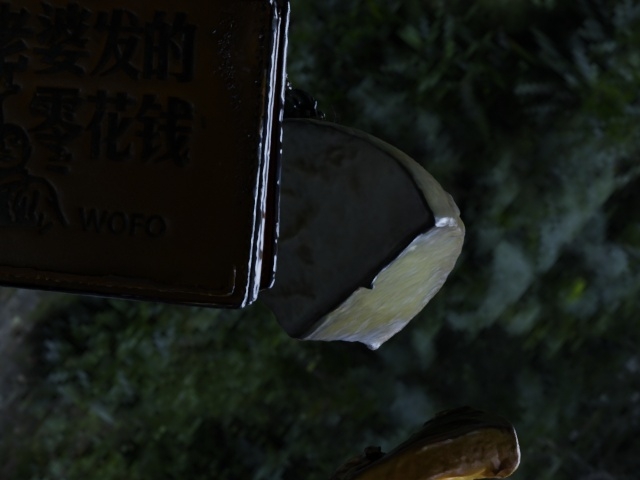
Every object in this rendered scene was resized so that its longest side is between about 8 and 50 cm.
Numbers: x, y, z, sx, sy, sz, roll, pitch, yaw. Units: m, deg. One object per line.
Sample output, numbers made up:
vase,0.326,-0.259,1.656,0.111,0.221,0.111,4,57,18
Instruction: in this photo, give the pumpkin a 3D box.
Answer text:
pumpkin,0.041,0.237,1.332,0.290,0.095,0.258,-35,166,1

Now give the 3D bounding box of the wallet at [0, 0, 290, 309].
wallet,-0.115,-0.053,0.761,0.042,0.196,0.160,-2,97,-81

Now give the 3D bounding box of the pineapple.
pineapple,-0.030,-0.131,1.565,0.074,0.159,0.074,-52,169,-14

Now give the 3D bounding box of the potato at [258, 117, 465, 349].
potato,0.027,-0.025,1.475,0.189,0.211,0.264,-42,161,11
